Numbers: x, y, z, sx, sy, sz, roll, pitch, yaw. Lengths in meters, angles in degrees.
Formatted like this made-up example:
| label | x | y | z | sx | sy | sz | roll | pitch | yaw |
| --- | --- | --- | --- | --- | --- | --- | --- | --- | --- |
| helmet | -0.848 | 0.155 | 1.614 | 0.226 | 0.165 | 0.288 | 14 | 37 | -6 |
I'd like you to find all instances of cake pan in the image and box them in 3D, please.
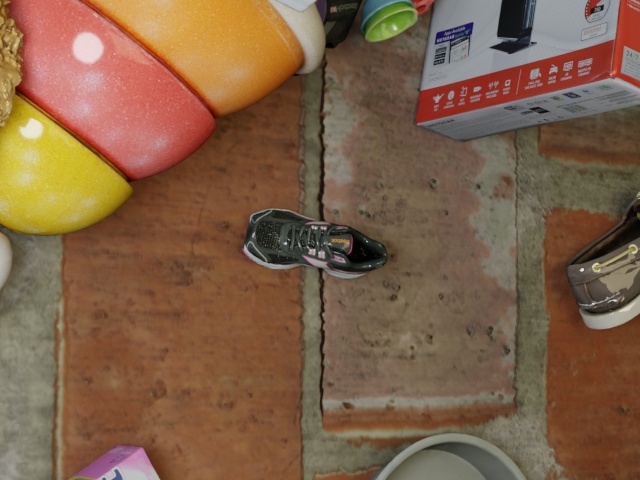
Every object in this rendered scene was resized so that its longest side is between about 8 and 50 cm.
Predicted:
| label | x | y | z | sx | sy | sz | roll | pitch | yaw |
| --- | --- | --- | --- | --- | --- | --- | --- | --- | --- |
| cake pan | 0.142 | 0.375 | 1.719 | 0.293 | 0.054 | 0.293 | 3 | 84 | -33 |

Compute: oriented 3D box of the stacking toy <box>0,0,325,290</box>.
| label | x | y | z | sx | sy | sz | roll | pitch | yaw |
| --- | --- | --- | --- | --- | --- | --- | --- | --- | --- |
| stacking toy | -0.259 | -0.130 | 1.397 | 0.350 | 0.351 | 0.480 | 42 | 83 | -24 |

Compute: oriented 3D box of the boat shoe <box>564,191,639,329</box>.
| label | x | y | z | sx | sy | sz | roll | pitch | yaw |
| --- | --- | --- | --- | --- | --- | --- | --- | --- | --- |
| boat shoe | 0.448 | -0.013 | 1.926 | 0.324 | 0.117 | 0.096 | -38 | 110 | -24 |

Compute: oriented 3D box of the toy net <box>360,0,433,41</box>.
| label | x | y | z | sx | sy | sz | roll | pitch | yaw |
| --- | --- | --- | --- | --- | --- | --- | --- | --- | --- |
| toy net | 0.151 | -0.297 | 1.689 | 0.232 | 0.122 | 0.045 | -28 | 72 | 6 |

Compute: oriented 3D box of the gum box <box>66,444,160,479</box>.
| label | x | y | z | sx | sy | sz | roll | pitch | yaw |
| --- | --- | --- | --- | --- | --- | --- | --- | --- | --- |
| gum box | -0.195 | 0.319 | 1.491 | 0.107 | 0.062 | 0.188 | -34 | 104 | -31 |

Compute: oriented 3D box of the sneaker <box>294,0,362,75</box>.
| label | x | y | z | sx | sy | sz | roll | pitch | yaw |
| --- | --- | --- | --- | --- | --- | --- | --- | --- | --- |
| sneaker | 0.005 | -0.296 | 1.681 | 0.283 | 0.107 | 0.124 | -46 | 140 | -36 |

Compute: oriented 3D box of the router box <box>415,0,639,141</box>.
| label | x | y | z | sx | sy | sz | roll | pitch | yaw |
| --- | --- | --- | --- | --- | --- | --- | --- | --- | --- |
| router box | 0.264 | -0.289 | 1.694 | 0.082 | 0.335 | 0.301 | 17 | 75 | -32 |

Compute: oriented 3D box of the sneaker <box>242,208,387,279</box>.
| label | x | y | z | sx | sy | sz | roll | pitch | yaw |
| --- | --- | --- | --- | --- | --- | --- | --- | --- | --- |
| sneaker | 0.000 | 0.000 | 1.644 | 0.178 | 0.077 | 0.072 | 7 | 80 | -33 |

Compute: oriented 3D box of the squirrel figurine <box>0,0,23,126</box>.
| label | x | y | z | sx | sy | sz | roll | pitch | yaw |
| --- | --- | --- | --- | --- | --- | --- | --- | --- | --- |
| squirrel figurine | -0.375 | -0.257 | 1.231 | 0.371 | 0.281 | 0.396 | -13 | 114 | 4 |

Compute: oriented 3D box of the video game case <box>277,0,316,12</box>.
| label | x | y | z | sx | sy | sz | roll | pitch | yaw |
| --- | --- | --- | --- | --- | --- | --- | --- | --- | --- |
| video game case | -0.125 | -0.323 | 1.213 | 0.285 | 0.025 | 0.204 | 21 | 46 | -42 |
